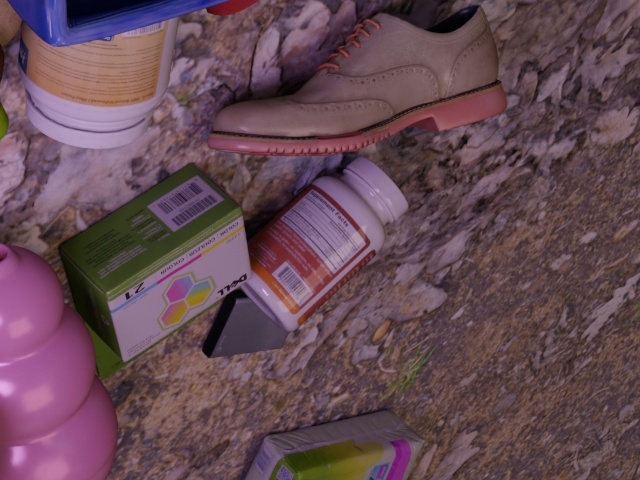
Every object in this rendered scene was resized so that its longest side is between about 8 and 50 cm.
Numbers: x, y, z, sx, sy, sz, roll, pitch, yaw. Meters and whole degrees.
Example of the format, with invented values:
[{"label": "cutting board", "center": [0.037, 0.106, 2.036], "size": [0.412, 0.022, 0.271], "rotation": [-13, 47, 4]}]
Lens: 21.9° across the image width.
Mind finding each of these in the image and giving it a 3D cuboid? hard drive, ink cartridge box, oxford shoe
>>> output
[{"label": "hard drive", "center": [-0.085, 0.103, 2.131], "size": [0.135, 0.022, 0.094], "rotation": [-4, 128, -48]}, {"label": "ink cartridge box", "center": [-0.177, 0.064, 1.909], "size": [0.189, 0.097, 0.255], "rotation": [-34, 145, -22]}, {"label": "oxford shoe", "center": [0.037, -0.184, 1.909], "size": [0.397, 0.140, 0.146], "rotation": [-16, 105, -34]}]

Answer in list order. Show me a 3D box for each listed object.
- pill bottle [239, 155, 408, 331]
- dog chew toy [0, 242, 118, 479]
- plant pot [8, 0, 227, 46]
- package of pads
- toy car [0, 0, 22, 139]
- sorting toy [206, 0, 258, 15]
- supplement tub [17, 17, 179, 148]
[{"label": "pill bottle", "center": [0.000, 0.000, 2.029], "size": [0.216, 0.121, 0.121], "rotation": [-43, 148, -10]}, {"label": "dog chew toy", "center": [-0.324, 0.145, 1.738], "size": [0.207, 0.207, 0.331], "rotation": [-27, 134, -30]}, {"label": "plant pot", "center": [-0.180, -0.325, 1.363], "size": [0.236, 0.212, 0.236], "rotation": [-22, 134, -36]}, {"label": "package of pads", "center": [-0.004, 0.382, 2.455], "size": [0.297, 0.101, 0.229], "rotation": [-4, 126, -47]}, {"label": "toy car", "center": [-0.323, -0.204, 1.458], "size": [0.155, 0.149, 0.188], "rotation": [76, 33, -57]}, {"label": "sorting toy", "center": [-0.018, -0.392, 1.639], "size": [0.365, 0.127, 0.126], "rotation": [-47, 119, -7]}, {"label": "supplement tub", "center": [-0.206, -0.201, 1.543], "size": [0.144, 0.144, 0.199], "rotation": [-20, 138, -37]}]
